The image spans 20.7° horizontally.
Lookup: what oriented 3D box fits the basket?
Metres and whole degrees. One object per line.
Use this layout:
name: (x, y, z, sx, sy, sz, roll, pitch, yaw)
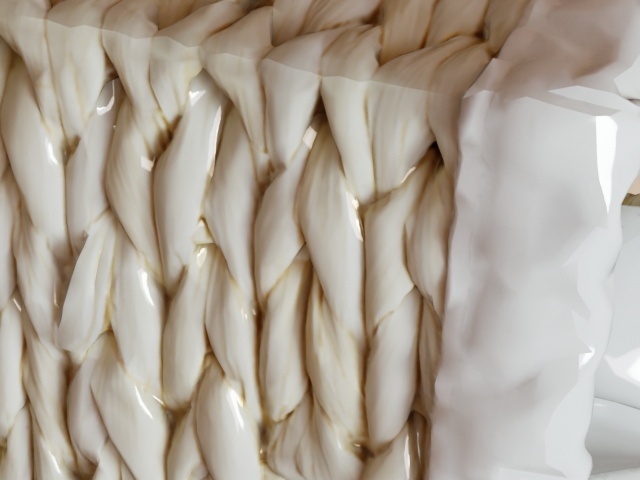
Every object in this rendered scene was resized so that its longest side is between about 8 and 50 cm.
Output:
basket: (0.000, 0.000, 0.563, 0.331, 0.266, 0.328, -50, 149, -50)
